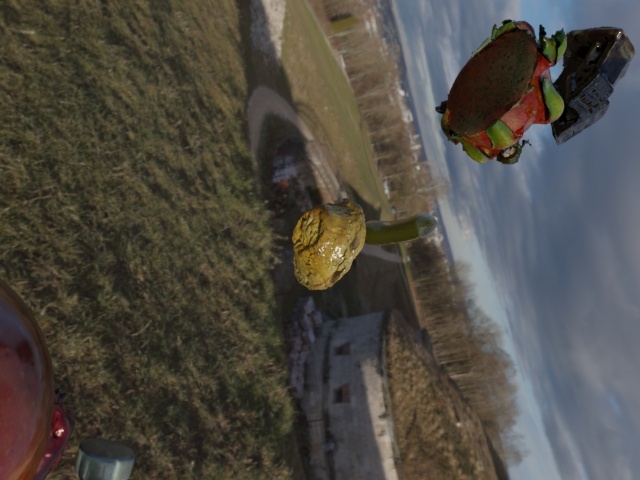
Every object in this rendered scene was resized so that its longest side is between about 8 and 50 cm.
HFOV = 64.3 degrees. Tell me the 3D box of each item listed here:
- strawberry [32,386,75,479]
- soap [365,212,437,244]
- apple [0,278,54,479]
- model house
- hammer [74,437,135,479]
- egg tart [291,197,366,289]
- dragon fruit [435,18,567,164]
[{"bbox_3d":[-0.707,0.458,1.065,0.295,0.318,0.344,61,37,-41],"label":"strawberry"},{"bbox_3d":[0.133,-0.018,0.888,0.089,0.140,0.045,-18,99,-69],"label":"soap"},{"bbox_3d":[-0.285,0.107,0.312,0.218,0.219,0.201,-32,140,-75],"label":"apple"},{"bbox_3d":[0.384,-0.226,0.767,0.165,0.106,0.152,10,107,-63],"label":"model house"},{"bbox_3d":[-0.102,0.175,0.155,0.288,0.033,0.111,-165,-90,-77],"label":"hammer"},{"bbox_3d":[0.000,0.000,0.630,0.049,0.129,0.128,28,43,-35],"label":"egg tart"},{"bbox_3d":[0.196,-0.153,0.555,0.175,0.142,0.138,32,83,-52],"label":"dragon fruit"}]
